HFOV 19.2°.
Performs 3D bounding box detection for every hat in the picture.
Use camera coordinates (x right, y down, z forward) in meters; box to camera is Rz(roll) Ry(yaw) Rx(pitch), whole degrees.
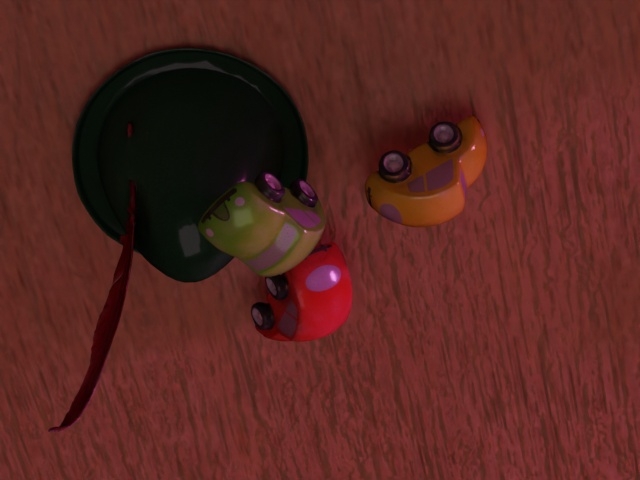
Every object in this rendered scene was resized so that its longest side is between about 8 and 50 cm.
[{"bbox_3d":[-0.093,-0.001,1.308,0.173,0.183,0.208,3,123,-4],"label":"hat"}]

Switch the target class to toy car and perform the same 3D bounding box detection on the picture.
[{"bbox_3d":[0.000,0.000,1.317,0.239,0.053,0.225,-45,155,23],"label":"toy car"}]
